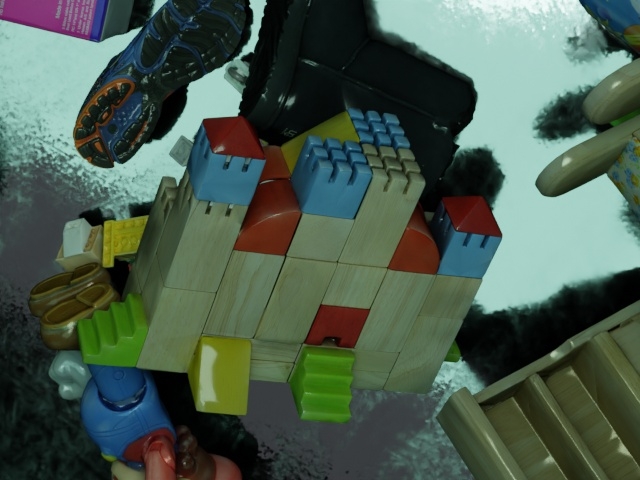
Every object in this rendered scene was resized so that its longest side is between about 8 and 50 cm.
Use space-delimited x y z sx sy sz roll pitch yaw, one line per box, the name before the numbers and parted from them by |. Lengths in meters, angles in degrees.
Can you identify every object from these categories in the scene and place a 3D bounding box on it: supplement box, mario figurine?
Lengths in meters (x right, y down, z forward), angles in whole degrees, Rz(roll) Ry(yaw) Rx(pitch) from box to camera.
supplement box | -0.289 -0.267 1.638 0.220 0.111 0.114 15 103 4
mario figurine | -0.201 0.196 1.670 0.170 0.198 0.321 -13 113 26

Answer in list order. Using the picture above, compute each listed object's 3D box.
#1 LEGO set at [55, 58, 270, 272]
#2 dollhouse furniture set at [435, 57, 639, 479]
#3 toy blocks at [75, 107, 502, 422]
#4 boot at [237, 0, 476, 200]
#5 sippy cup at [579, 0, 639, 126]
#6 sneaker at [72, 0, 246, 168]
LEGO set | -0.118 -0.033 1.689 0.287 0.107 0.132 -44 59 17
dollhouse furniture set | 0.288 0.093 1.449 0.256 0.394 0.362 -26 72 -22
toy blocks | 0.000 0.000 1.537 0.381 0.191 0.261 7 126 -22
boot | 0.049 -0.177 1.627 0.207 0.094 0.246 22 70 -21
sippy cup | 0.355 -0.229 1.525 0.224 0.240 0.305 32 90 11
sneaker | -0.162 -0.170 1.659 0.221 0.087 0.083 -45 116 -4
